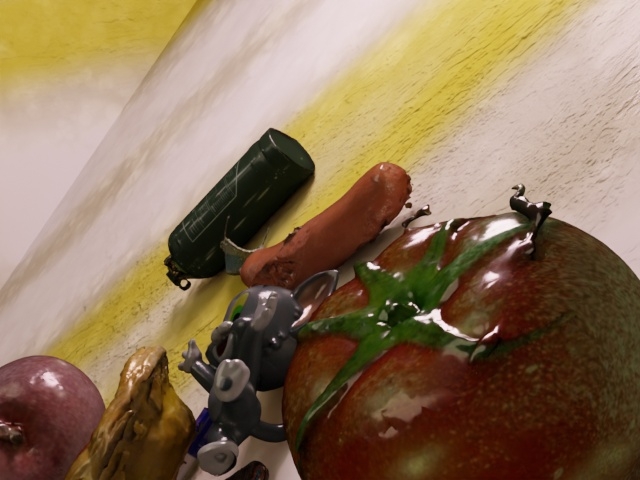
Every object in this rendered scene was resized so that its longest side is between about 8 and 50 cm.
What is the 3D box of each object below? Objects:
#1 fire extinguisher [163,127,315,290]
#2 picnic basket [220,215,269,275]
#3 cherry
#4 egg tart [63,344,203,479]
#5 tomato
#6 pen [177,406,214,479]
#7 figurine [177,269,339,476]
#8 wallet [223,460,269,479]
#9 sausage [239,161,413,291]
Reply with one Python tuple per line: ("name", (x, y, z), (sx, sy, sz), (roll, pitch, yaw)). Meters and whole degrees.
("fire extinguisher", (-0.139, -0.033, 2.103), (0.311, 0.095, 0.114), (-45, -6, 19))
("picnic basket", (-0.111, 0.010, 2.024), (0.083, 0.065, 0.083), (163, 117, -71))
("cherry", (-0.433, 0.295, 2.052), (0.261, 0.221, 0.307), (-49, 7, -11))
("egg tart", (-0.224, 0.265, 1.668), (0.295, 0.116, 0.295), (-63, -1, -2))
("tomato", (0.127, 0.125, 1.096), (0.303, 0.239, 0.303), (-32, 27, 19))
("pen", (-0.208, 0.329, 1.773), (0.269, 0.033, 0.033), (-56, 21, -3))
("figurine", (-0.070, 0.145, 1.629), (0.193, 0.140, 0.265), (-52, 28, 40))
("wallet", (-0.144, 0.346, 1.598), (0.230, 0.042, 0.124), (-37, 25, 35))
("sausage", (0.000, 0.001, 1.772), (0.326, 0.079, 0.087), (-35, 39, 43))
